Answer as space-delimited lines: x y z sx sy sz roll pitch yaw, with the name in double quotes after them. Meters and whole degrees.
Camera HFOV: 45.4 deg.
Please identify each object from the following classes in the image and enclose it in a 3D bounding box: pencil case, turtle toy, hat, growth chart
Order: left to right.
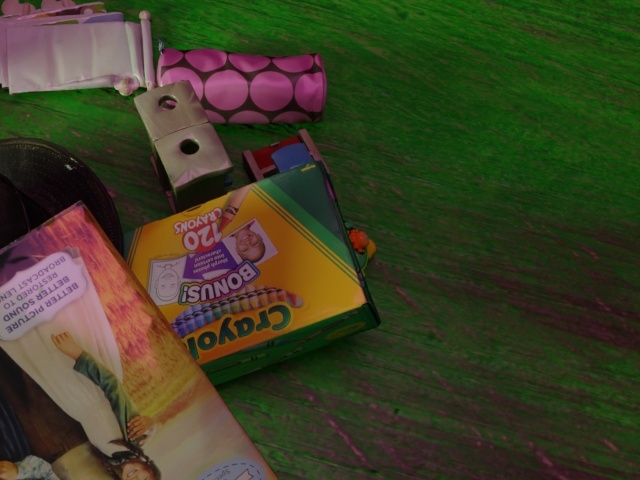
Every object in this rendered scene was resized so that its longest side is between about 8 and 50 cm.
-0.371 0.019 0.741 0.331 0.134 0.331 -4 69 11 "hat"
-0.328 -0.250 0.987 0.237 0.021 0.172 -2 63 -6 "growth chart"
-0.097 -0.195 0.943 0.209 0.095 0.098 3 42 -5 "pencil case"
0.000 0.000 0.860 0.130 0.066 0.095 38 66 14 "turtle toy"

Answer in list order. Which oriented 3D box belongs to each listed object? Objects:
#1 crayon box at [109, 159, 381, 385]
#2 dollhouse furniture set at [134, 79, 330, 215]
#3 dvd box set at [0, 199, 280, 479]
-0.098 0.050 0.777 0.278 0.081 0.165 -21 65 5 "crayon box"
-0.096 -0.110 0.873 0.183 0.129 0.129 -22 67 -14 "dollhouse furniture set"
-0.210 0.222 0.644 0.307 0.062 0.420 -35 91 -15 "dvd box set"
